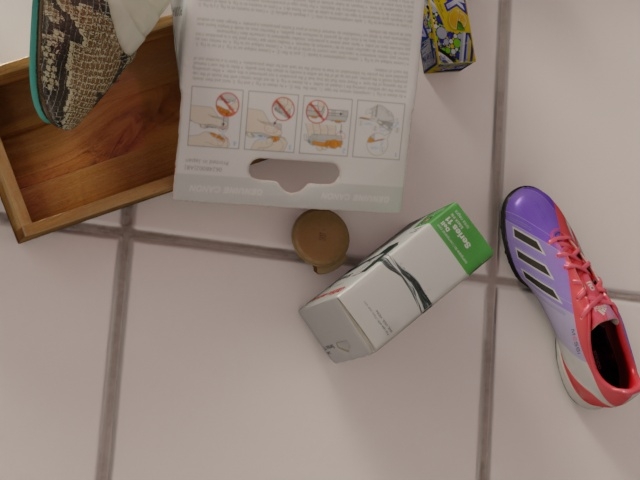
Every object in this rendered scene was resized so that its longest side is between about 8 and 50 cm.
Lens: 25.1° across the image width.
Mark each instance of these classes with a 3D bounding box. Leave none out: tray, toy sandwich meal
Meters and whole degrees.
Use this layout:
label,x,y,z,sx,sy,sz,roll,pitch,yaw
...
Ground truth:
label,x,y,z,sx,sy,sz,roll,pitch,yaw
tray,-0.209,-0.159,1.768,0.411,0.076,0.203,-20,89,-21
toy sandwich meal,0.000,0.000,1.843,0.085,0.029,0.085,4,77,-16

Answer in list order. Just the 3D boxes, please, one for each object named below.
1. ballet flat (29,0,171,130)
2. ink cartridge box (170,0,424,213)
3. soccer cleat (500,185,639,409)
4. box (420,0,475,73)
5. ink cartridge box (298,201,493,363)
label,x,y,z,sx,sy,sz,roll,pitch,yaw
ballet flat,-0.247,-0.360,1.679,0.182,0.164,0.483,-8,64,7
ink cartridge box,-0.032,-0.235,1.782,0.308,0.091,0.385,3,97,-20
soccer cleat,0.339,0.070,1.905,0.108,0.116,0.318,-21,89,-22
box,0.161,-0.313,1.937,0.059,0.054,0.169,-6,84,-20
ink cartridge box,0.091,0.055,1.799,0.208,0.153,0.087,-38,94,-22
